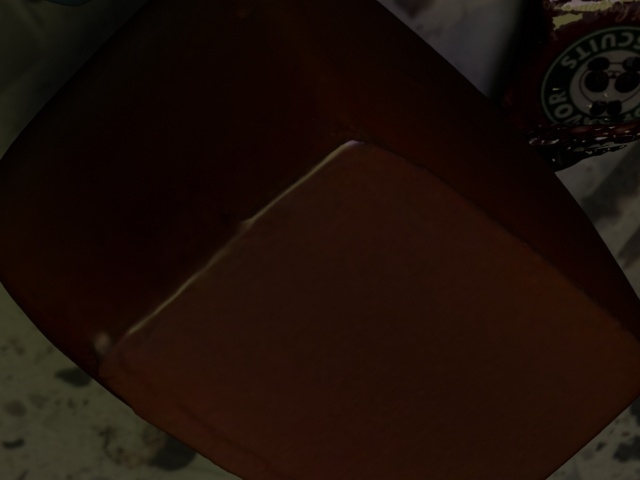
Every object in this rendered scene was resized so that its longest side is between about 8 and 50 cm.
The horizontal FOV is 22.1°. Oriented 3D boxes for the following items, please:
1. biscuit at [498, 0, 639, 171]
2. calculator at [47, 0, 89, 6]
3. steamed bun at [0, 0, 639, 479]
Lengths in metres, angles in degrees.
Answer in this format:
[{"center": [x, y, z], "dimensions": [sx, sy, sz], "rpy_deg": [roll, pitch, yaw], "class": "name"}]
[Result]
[{"center": [0.180, -0.138, 0.978], "dimensions": [0.151, 0.063, 0.235], "rpy_deg": [-1, 126, -5], "class": "biscuit"}, {"center": [-0.181, -0.192, 0.837], "dimensions": [0.210, 0.039, 0.121], "rpy_deg": [12, 117, -25], "class": "calculator"}, {"center": [0.000, 0.000, 0.889], "dimensions": [0.235, 0.248, 0.379], "rpy_deg": [-43, 135, 13], "class": "steamed bun"}]
